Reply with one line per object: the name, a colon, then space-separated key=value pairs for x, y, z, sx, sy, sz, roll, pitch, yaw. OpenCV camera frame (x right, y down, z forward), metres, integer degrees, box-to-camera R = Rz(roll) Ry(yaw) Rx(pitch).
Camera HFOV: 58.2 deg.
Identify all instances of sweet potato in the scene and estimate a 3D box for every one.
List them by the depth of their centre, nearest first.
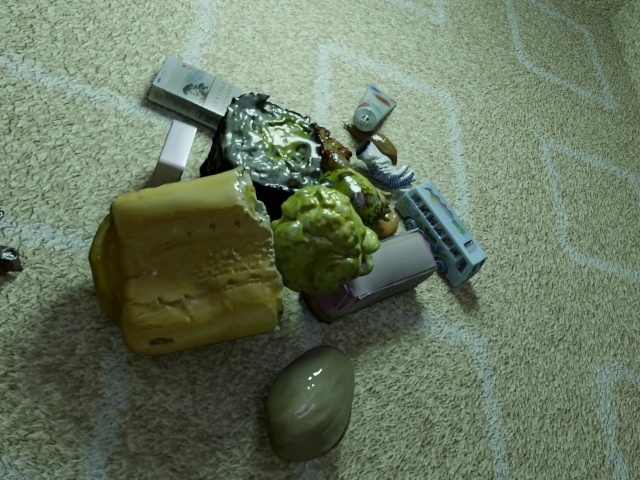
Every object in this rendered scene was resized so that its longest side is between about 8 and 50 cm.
sweet potato: x=0.178 y=-0.333 z=1.900 sx=0.226 sy=0.068 sz=0.068 roll=34 pitch=51 yaw=-6

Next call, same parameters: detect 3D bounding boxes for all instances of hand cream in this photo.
hand cream: x=0.182 y=-0.452 z=1.947 sx=0.124 sy=0.077 sz=0.340 roll=36 pitch=37 yaw=-4

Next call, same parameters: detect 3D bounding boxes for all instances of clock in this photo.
clock: x=-0.370 y=-0.183 z=1.418 sx=0.063 sy=0.197 sz=0.150 roll=19 pitch=55 yaw=-16

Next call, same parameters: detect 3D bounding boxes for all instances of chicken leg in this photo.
chicken leg: x=0.059 y=-0.240 z=1.754 sx=0.178 sy=0.083 sz=0.322 roll=5 pitch=45 yaw=-45

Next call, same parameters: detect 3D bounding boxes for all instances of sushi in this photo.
sushi: x=-0.155 y=-0.175 z=1.470 sx=0.282 sy=0.294 sz=0.299 roll=0 pitch=63 yaw=-29

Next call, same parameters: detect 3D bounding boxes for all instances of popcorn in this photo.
popcorn: x=0.000 y=0.000 z=1.318 sx=0.242 sy=0.250 sz=0.235 roll=-29 pitch=59 yaw=-14

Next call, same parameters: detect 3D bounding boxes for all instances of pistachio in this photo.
pistachio: x=-0.016 y=0.366 z=1.303 sx=0.197 sy=0.166 sz=0.288 roll=33 pitch=50 yaw=11

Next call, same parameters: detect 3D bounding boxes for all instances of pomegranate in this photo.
pomegranate: x=0.096 y=-0.106 z=1.604 sx=0.277 sy=0.204 sz=0.221 roll=-20 pitch=62 yaw=-16

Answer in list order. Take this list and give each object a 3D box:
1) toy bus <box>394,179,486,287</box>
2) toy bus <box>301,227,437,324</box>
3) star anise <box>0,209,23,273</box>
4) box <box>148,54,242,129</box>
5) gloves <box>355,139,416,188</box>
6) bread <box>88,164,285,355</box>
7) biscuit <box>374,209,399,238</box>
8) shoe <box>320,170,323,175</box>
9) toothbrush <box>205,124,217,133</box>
toy bus: x=0.375 y=-0.024 z=1.777 sx=0.109 sy=0.136 sz=0.329 roll=-26 pitch=76 yaw=-35
toy bus: x=0.136 y=0.084 z=1.565 sx=0.387 sy=0.162 sz=0.171 roll=-18 pitch=73 yaw=-35
star anise: x=-0.721 y=0.011 z=1.172 sx=0.220 sy=0.099 sz=0.214 roll=30 pitch=61 yaw=-11
box: x=-0.355 y=-0.420 z=1.644 sx=0.233 sy=0.067 sz=0.149 roll=23 pitch=47 yaw=-14
gloves: x=0.207 y=-0.229 z=1.826 sx=0.229 sy=0.097 sz=0.119 roll=29 pitch=19 yaw=-18
bread: x=-0.289 y=0.052 z=1.242 sx=0.395 sy=0.250 sz=0.360 roll=-12 pitch=90 yaw=-4
biscuit: x=0.135 y=-0.080 z=1.744 sx=0.224 sy=0.033 sz=0.144 roll=33 pitch=51 yaw=-7
shoe: x=-0.068 y=-0.235 z=1.681 sx=0.251 sy=0.100 sz=0.103 roll=44 pitch=50 yaw=-3
toothbrush: x=-0.284 y=-0.295 z=1.652 sx=0.167 sy=0.011 sz=0.014 roll=39 pitch=57 yaw=-3
